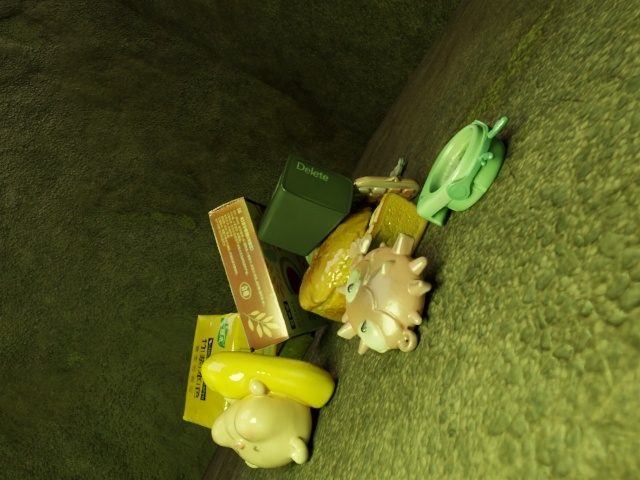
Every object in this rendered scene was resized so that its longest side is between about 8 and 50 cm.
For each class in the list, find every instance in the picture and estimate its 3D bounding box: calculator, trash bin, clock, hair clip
[{"bbox_3d":[0.124,-0.093,1.152,0.329,0.220,0.048,134,133,-61],"label":"calculator"},{"bbox_3d":[-0.045,-0.072,1.043,0.225,0.165,0.115,129,157,-52],"label":"trash bin"},{"bbox_3d":[0.246,-0.121,0.730,0.159,0.066,0.211,-64,5,-18],"label":"clock"},{"bbox_3d":[0.242,-0.206,1.501,0.172,0.049,0.116,-61,8,-30],"label":"hair clip"}]

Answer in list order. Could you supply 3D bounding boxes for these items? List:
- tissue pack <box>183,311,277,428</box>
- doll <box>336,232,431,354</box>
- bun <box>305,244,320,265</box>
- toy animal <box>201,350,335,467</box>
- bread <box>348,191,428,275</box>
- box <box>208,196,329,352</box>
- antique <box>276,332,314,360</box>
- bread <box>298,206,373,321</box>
[{"bbox_3d":[-0.315,0.455,1.533,0.293,0.228,0.382,-13,66,46],"label":"tissue pack"},{"bbox_3d":[0.102,0.084,0.736,0.211,0.093,0.262,-50,35,29],"label":"doll"},{"bbox_3d":[0.000,0.000,1.885,0.283,0.179,0.283,11,-90,-81],"label":"bun"},{"bbox_3d":[-0.153,0.383,0.973,0.345,0.278,0.246,-20,56,56],"label":"toy animal"},{"bbox_3d":[0.136,0.007,0.890,0.200,0.116,0.077,-63,10,-6],"label":"bread"},{"bbox_3d":[-0.136,0.097,1.252,0.122,0.385,0.344,-23,-12,14],"label":"box"},{"bbox_3d":[-0.103,0.404,1.560,0.221,0.081,0.080,-62,3,16],"label":"antique"},{"bbox_3d":[0.068,0.063,1.073,0.312,0.172,0.312,-57,8,12],"label":"bread"}]
